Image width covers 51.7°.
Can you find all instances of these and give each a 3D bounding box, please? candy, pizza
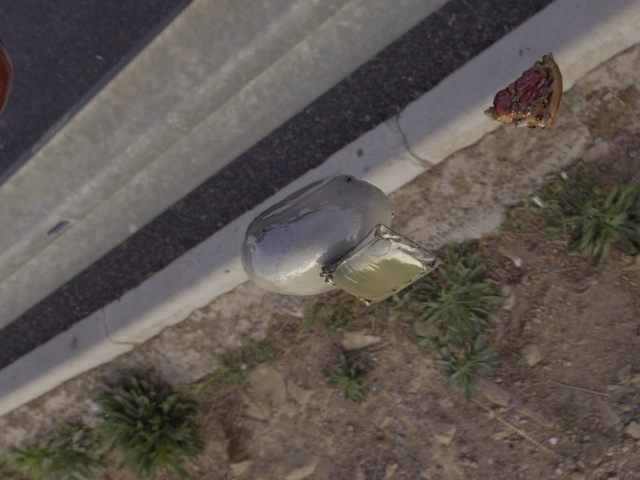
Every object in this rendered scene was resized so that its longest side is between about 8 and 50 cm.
[{"bbox_3d":[0.000,0.000,1.203,0.296,0.295,0.185,-14,114,36],"label":"candy"},{"bbox_3d":[0.234,-0.158,0.735,0.100,0.029,0.099,-44,33,21],"label":"pizza"}]

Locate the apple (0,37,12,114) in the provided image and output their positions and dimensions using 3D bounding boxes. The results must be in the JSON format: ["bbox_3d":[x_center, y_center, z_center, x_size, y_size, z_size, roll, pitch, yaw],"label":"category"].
[{"bbox_3d":[-0.879,-0.421,1.472,0.329,0.365,0.295,41,98,25],"label":"apple"}]

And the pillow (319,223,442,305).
[{"bbox_3d":[0.086,0.044,1.018,0.208,0.119,0.053,-39,31,55],"label":"pillow"}]
